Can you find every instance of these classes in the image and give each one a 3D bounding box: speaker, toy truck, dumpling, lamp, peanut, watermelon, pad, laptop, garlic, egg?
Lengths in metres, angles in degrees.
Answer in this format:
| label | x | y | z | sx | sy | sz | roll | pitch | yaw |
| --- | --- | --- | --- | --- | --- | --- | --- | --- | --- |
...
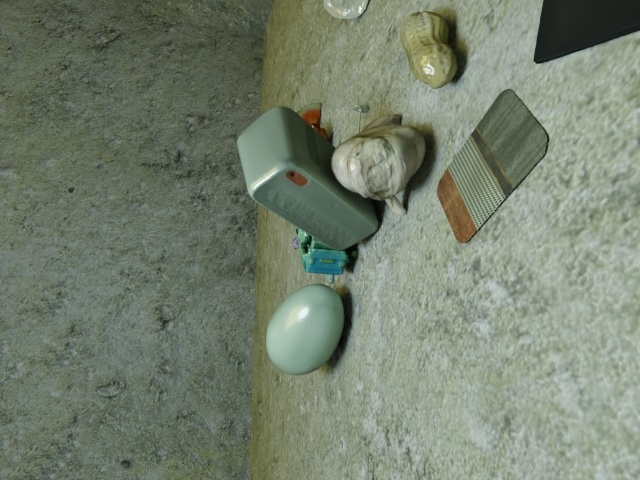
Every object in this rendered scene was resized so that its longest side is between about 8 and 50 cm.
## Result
| label | x | y | z | sx | sy | sz | roll | pitch | yaw |
| --- | --- | --- | --- | --- | --- | --- | --- | --- | --- |
| speaker | -0.016 | -0.136 | 1.041 | 0.183 | 0.406 | 0.184 | -31 | 52 | 24 |
| toy truck | 0.000 | 0.000 | 1.303 | 0.279 | 0.155 | 0.156 | -115 | 32 | -67 |
| dumpling | 0.103 | -0.805 | 1.273 | 0.151 | 0.124 | 0.229 | 45 | 132 | 15 |
| lamp | 0.109 | -0.312 | 1.235 | 0.056 | 0.050 | 0.198 | -171 | 87 | -69 |
| peanut | 0.225 | -0.395 | 0.838 | 0.099 | 0.090 | 0.214 | -29 | 55 | 34 |
| watermelon | -0.061 | -0.500 | 1.713 | 0.193 | 0.137 | 0.145 | -3 | -83 | -66 |
| pad | 0.251 | -0.186 | 0.760 | 0.323 | 0.055 | 0.250 | 61 | 147 | 30 |
| laptop | 0.363 | -0.318 | 0.516 | 0.197 | 0.016 | 0.135 | -157 | 73 | -69 |
| garlic | 0.134 | -0.235 | 1.051 | 0.087 | 0.101 | 0.195 | -112 | 34 | -72 |
| garlic | 0.140 | -0.146 | 0.927 | 0.218 | 0.219 | 0.212 | -130 | 18 | -65 |
| egg | -0.048 | 0.284 | 1.297 | 0.230 | 0.230 | 0.371 | -104 | 31 | -44 |

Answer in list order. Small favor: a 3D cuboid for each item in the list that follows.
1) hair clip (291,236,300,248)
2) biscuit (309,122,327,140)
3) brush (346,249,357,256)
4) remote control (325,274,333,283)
| label | x | y | z | sx | sy | sz | roll | pitch | yaw |
| --- | --- | --- | --- | --- | --- | --- | --- | --- | --- |
| hair clip | -0.038 | -0.063 | 1.545 | 0.137 | 0.090 | 0.278 | 62 | 150 | 19 |
| biscuit | -0.056 | -0.277 | 1.613 | 0.312 | 0.111 | 0.318 | 171 | 98 | -71 |
| brush | 0.091 | 0.040 | 1.261 | 0.083 | 0.019 | 0.021 | 169 | 115 | -73 |
| remote control | 0.037 | 0.087 | 1.418 | 0.053 | 0.018 | 0.124 | -147 | 63 | -71 |
